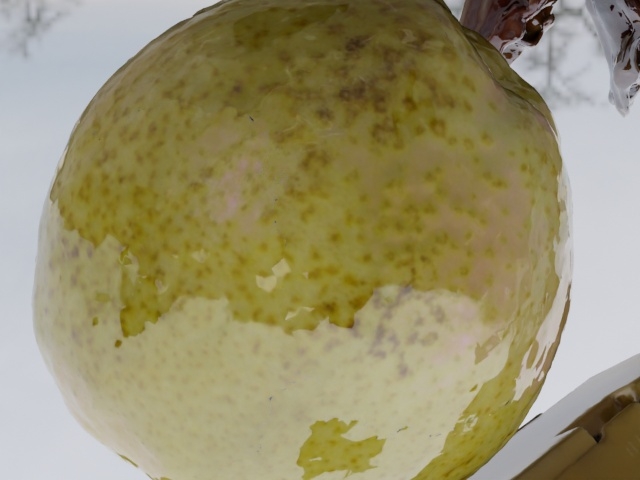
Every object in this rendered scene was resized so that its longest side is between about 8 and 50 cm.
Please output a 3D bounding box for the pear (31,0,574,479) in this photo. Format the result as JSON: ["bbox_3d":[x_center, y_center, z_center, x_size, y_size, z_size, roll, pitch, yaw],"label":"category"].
[{"bbox_3d":[0.000,0.000,0.489,0.178,0.178,0.178,0,-166,0],"label":"pear"}]

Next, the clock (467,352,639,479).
[{"bbox_3d":[0.169,0.217,0.670,0.244,0.317,0.200,-28,168,-38],"label":"clock"}]

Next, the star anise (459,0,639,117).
[{"bbox_3d":[0.140,-0.177,0.752,0.288,0.288,0.088,-3,-147,-9],"label":"star anise"}]
